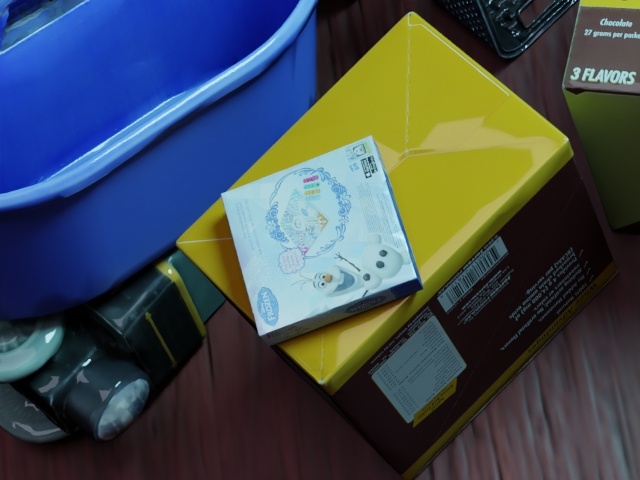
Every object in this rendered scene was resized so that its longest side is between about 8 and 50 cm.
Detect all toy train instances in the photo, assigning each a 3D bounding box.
[{"bbox_3d":[-0.210,-0.010,1.263,0.334,0.142,0.190,36,72,25],"label":"toy train"}]

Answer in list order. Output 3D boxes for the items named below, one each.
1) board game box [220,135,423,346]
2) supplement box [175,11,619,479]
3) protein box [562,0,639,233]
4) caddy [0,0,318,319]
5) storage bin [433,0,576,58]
[{"bbox_3d":[0.000,0.000,1.031,0.090,0.020,0.090,-20,63,8],"label":"board game box"},{"bbox_3d":[0.053,0.010,1.133,0.191,0.194,0.129,-45,62,-5],"label":"supplement box"},{"bbox_3d":[0.241,-0.127,1.132,0.136,0.200,0.201,7,69,20],"label":"protein box"},{"bbox_3d":[-0.154,-0.118,1.150,0.341,0.179,0.241,-36,60,-20],"label":"caddy"},{"bbox_3d":[0.115,-0.214,1.220,0.122,0.180,0.084,-43,61,-4],"label":"storage bin"}]
